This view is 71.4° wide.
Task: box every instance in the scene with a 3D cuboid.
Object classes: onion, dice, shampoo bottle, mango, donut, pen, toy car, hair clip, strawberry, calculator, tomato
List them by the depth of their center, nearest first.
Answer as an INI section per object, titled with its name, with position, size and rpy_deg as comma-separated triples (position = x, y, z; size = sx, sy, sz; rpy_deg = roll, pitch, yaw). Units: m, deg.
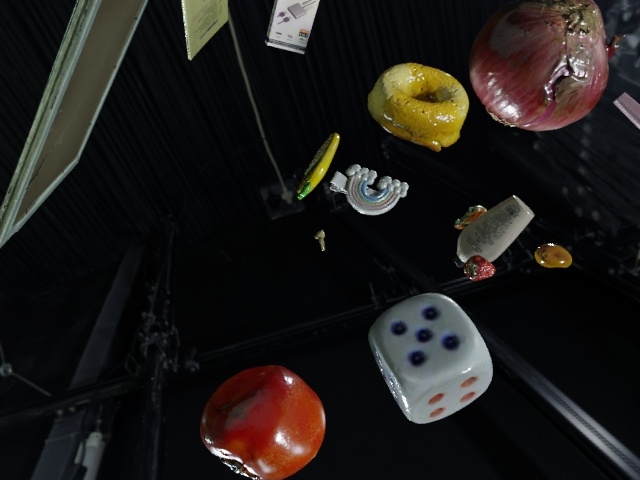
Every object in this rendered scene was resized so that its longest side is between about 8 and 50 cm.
[donut]
position = 0.186, -0.257, 0.821
size = 0.191, 0.074, 0.174
rpy_deg = 25, -123, 1
[dice]
position = 0.219, 0.238, 0.908
size = 0.192, 0.193, 0.194
rpy_deg = -27, -131, -5
[onion]
position = 0.547, -0.443, 1.097
size = 0.355, 0.353, 0.353
rpy_deg = -12, -144, 9
[calculator]
position = -0.007, -0.196, 1.187
size = 0.146, 0.032, 0.234
rpy_deg = -41, -158, 54
[strawberry]
position = 0.430, 0.074, 1.201
size = 0.084, 0.073, 0.073
rpy_deg = 1, -151, -23
[tomato]
position = -0.153, 0.498, 1.229
size = 0.325, 0.293, 0.289
rpy_deg = -27, -155, 52
[shampoo bottle]
position = 0.485, -0.013, 1.286
size = 0.078, 0.257, 0.127
rpy_deg = -5, -125, -54
[hair clip]
position = 0.134, -0.143, 1.309
size = 0.220, 0.054, 0.140
rpy_deg = 23, -111, 11
[pen]
position = 0.953, -0.354, 1.313
size = 0.053, 0.032, 0.197
rpy_deg = -38, -99, -11
[mango]
position = 0.744, 0.053, 1.420
size = 0.115, 0.060, 0.080
rpy_deg = 17, -114, 7
[toy car]
position = 0.503, -0.073, 1.500
size = 0.059, 0.122, 0.035
rpy_deg = 7, -131, -30

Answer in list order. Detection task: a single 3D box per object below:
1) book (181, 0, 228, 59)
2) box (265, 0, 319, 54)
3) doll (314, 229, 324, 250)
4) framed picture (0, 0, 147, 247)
[book]
position = -0.246, -0.515, 0.964
size = 0.013, 0.192, 0.167
rpy_deg = 26, -118, 2
[box]
position = -0.077, -0.698, 1.341
size = 0.129, 0.247, 0.033
rpy_deg = 4, -139, -21
[doll]
position = 0.009, -0.002, 2.136
size = 0.051, 0.061, 0.093
rpy_deg = -27, -108, -8
[framed picture]
position = -0.257, -0.158, 0.478
size = 0.293, 0.018, 0.231
rpy_deg = -53, -156, 23
